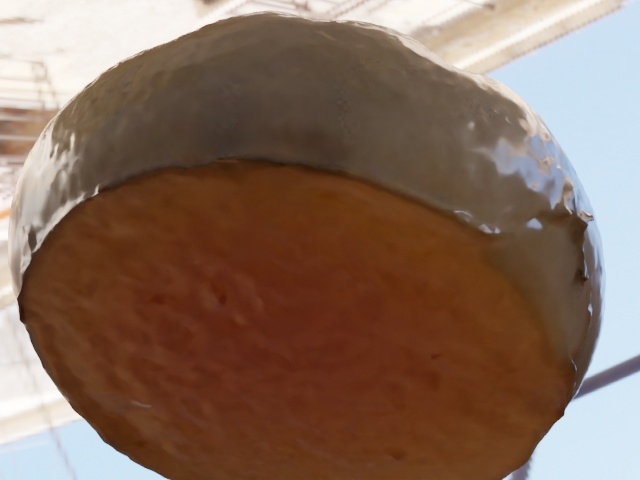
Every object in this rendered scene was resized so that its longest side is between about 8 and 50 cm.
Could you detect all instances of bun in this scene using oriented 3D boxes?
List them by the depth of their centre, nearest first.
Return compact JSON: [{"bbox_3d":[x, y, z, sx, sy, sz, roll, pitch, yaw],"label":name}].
[{"bbox_3d":[0.000,0.000,0.747,0.299,0.299,0.165,-22,-141,31],"label":"bun"}]
